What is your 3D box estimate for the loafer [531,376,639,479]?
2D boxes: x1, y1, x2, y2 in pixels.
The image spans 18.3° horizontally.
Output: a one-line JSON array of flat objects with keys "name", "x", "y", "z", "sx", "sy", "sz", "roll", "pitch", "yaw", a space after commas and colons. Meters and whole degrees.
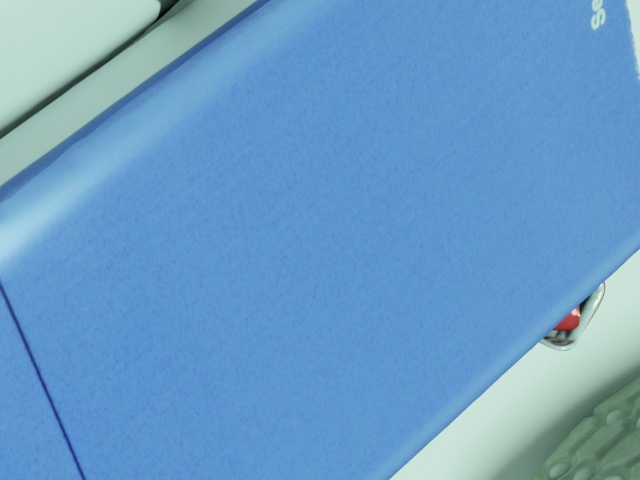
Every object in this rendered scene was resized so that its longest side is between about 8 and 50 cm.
[{"name": "loafer", "x": 0.231, "y": 0.094, "z": 0.949, "sx": 0.319, "sy": 0.112, "sz": 0.111, "roll": -26, "pitch": 106, "yaw": -23}]

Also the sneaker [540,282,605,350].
[{"name": "sneaker", "x": 0.067, "y": 0.029, "z": 0.860, "sx": 0.118, "sy": 0.067, "sz": 0.042, "roll": -21, "pitch": 115, "yaw": -25}]

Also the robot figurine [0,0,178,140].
[{"name": "robot figurine", "x": -0.138, "y": -0.107, "z": 0.638, "sx": 0.278, "sy": 0.209, "sz": 0.173, "roll": -41, "pitch": 107, "yaw": -15}]

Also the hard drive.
[{"name": "hard drive", "x": 0.000, "y": 0.000, "z": 0.711, "sx": 0.318, "sy": 0.040, "sz": 0.210, "roll": -39, "pitch": 132, "yaw": -28}]
